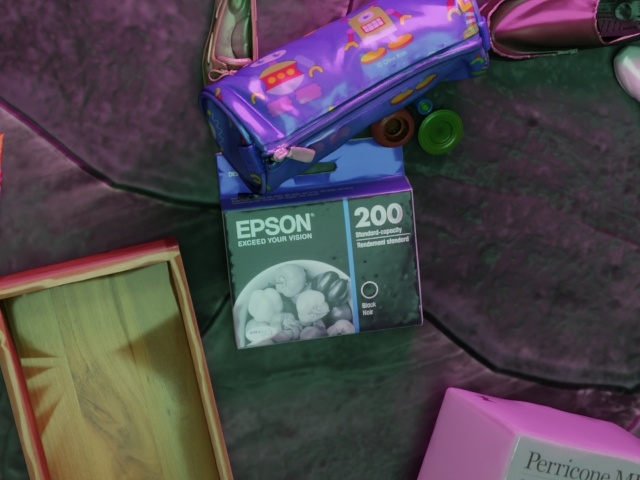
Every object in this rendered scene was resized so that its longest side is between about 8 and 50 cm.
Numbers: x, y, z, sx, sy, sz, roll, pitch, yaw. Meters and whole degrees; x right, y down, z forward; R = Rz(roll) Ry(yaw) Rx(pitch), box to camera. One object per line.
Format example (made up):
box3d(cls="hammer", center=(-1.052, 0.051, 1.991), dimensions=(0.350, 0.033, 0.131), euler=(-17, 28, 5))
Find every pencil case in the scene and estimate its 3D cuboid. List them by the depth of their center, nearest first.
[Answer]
box3d(cls="pencil case", center=(0.029, -0.160, 1.468), dimensions=(0.306, 0.133, 0.119), euler=(-29, 129, -10))

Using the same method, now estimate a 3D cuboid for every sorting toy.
box3d(cls="sorting toy", center=(0.099, -0.128, 1.551), dimensions=(0.102, 0.042, 0.061), euler=(4, 114, -22))

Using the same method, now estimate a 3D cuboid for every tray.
box3d(cls="tray", center=(-0.204, 0.219, 1.537), dimensions=(0.203, 0.076, 0.410), euler=(-13, 100, -6))

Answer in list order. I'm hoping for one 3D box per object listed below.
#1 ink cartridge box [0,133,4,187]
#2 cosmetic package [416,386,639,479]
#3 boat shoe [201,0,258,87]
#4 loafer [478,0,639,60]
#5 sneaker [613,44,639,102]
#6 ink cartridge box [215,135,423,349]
box3d(cls="ink cartridge box", center=(-0.358, -0.054, 1.490), dimensions=(0.063, 0.029, 0.115), euler=(6, 98, -10))
box3d(cls="cosmetic package", center=(0.195, 0.409, 1.567), dimensions=(0.230, 0.161, 0.453), euler=(15, 96, -24))
box3d(cls="boat shoe", center=(-0.089, -0.202, 1.500), dimensions=(0.056, 0.048, 0.153), euler=(8, 98, -10))
box3d(cls="loafer", center=(0.268, -0.237, 1.535), dimensions=(0.220, 0.078, 0.080), euler=(-12, 101, -7))
box3d(cls="sneaker", center=(0.378, -0.153, 1.577), dimensions=(0.054, 0.061, 0.152), euler=(-45, 101, 2))
box3d(cls="ink cartridge box", center=(0.000, 0.000, 1.549), dimensions=(0.206, 0.045, 0.208), euler=(-7, 98, -8))
